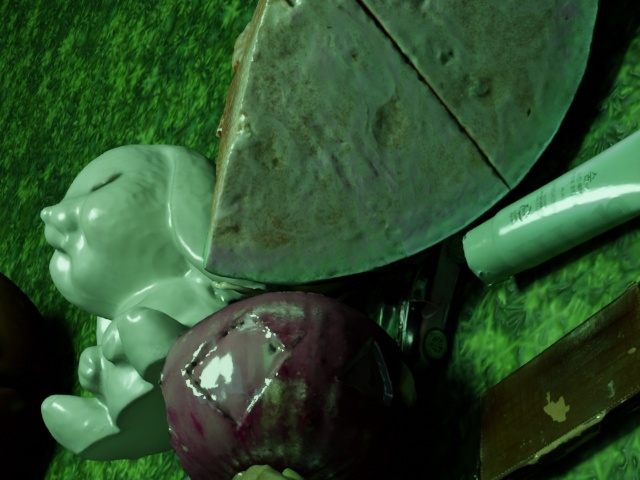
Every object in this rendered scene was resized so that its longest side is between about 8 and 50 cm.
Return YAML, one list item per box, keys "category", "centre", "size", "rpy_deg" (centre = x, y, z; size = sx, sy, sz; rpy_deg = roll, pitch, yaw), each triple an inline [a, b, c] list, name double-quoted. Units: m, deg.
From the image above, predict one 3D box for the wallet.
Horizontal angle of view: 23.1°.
- category: "wallet"
  centre: [0.174, 0.108, 1.104]
  size: [0.176, 0.026, 0.095]
  rpy_deg: [-41, 31, 37]

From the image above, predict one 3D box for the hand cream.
- category: "hand cream"
  centre: [0.192, -0.027, 1.153]
  size: [0.205, 0.050, 0.078]
  rpy_deg: [-31, 42, 41]

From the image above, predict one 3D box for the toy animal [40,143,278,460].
- category: "toy animal"
  centre: [-0.150, 0.040, 1.431]
  size: [0.272, 0.206, 0.265]
  rpy_deg: [-51, 47, 45]

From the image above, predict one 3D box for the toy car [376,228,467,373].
- category: "toy car"
  centre: [0.078, 0.041, 1.287]
  size: [0.069, 0.055, 0.142]
  rpy_deg: [-4, 67, 55]

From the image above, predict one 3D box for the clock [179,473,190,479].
- category: "clock"
  centre: [-0.090, 0.293, 1.378]
  size: [0.191, 0.062, 0.152]
  rpy_deg: [9, 76, 60]

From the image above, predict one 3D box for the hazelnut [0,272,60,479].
- category: "hazelnut"
  centre: [-0.528, 0.194, 1.906]
  size: [0.429, 0.402, 0.402]
  rpy_deg: [12, 79, 56]

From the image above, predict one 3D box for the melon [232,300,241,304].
- category: "melon"
  centre: [-0.130, 0.092, 1.598]
  size: [0.209, 0.064, 0.118]
  rpy_deg: [7, 76, 63]

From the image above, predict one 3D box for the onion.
- category: "onion"
  centre: [-0.010, 0.134, 1.215]
  size: [0.200, 0.200, 0.207]
  rpy_deg: [28, 136, 62]

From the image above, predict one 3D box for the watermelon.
- category: "watermelon"
  centre: [0.057, -0.130, 1.302]
  size: [0.222, 0.292, 0.319]
  rpy_deg: [-118, 32, -79]

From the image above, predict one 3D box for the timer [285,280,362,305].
- category: "timer"
  centre: [0.000, 0.000, 1.387]
  size: [0.109, 0.107, 0.107]
  rpy_deg: [47, 119, 13]

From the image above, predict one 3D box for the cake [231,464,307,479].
- category: "cake"
  centre: [0.017, 0.278, 1.082]
  size: [0.199, 0.196, 0.293]
  rpy_deg: [-66, 24, -4]
